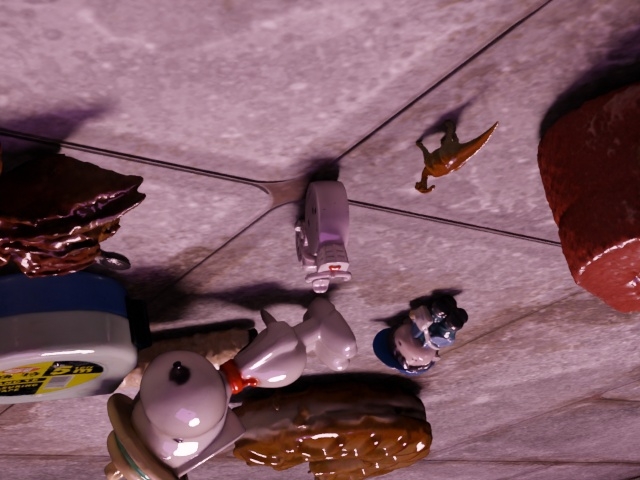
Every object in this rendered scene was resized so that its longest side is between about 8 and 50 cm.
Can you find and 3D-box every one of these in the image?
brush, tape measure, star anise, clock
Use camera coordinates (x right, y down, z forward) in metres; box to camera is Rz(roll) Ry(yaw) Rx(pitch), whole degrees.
[{"bbox_3d":[-0.207,0.016,0.947,0.024,0.008,0.083,-12,157,18],"label":"brush"},{"bbox_3d":[-0.350,0.106,0.979,0.351,0.098,0.215,-4,159,-29],"label":"tape measure"},{"bbox_3d":[-0.265,-0.015,0.762,0.288,0.088,0.288,-9,158,-3],"label":"star anise"},{"bbox_3d":[0.000,0.000,0.888,0.041,0.087,0.129,-2,164,-12],"label":"clock"}]

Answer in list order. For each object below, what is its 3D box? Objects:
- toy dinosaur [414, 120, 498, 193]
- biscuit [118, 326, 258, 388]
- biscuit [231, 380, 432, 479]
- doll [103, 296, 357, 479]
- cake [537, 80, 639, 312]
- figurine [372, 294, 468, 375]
[{"bbox_3d":[0.107,-0.076,0.798,0.026,0.041,0.113,11,146,-30],"label":"toy dinosaur"},{"bbox_3d":[-0.179,0.144,1.196,0.219,0.055,0.061,-8,167,1],"label":"biscuit"},{"bbox_3d":[0.035,0.300,1.557,0.268,0.115,0.366,-17,157,21],"label":"biscuit"},{"bbox_3d":[-0.098,0.175,1.102,0.271,0.144,0.208,-17,153,-39],"label":"doll"},{"bbox_3d":[0.294,-0.024,0.836,0.176,0.151,0.283,-26,156,29],"label":"cake"},{"bbox_3d":[0.128,0.113,1.225,0.136,0.077,0.079,-48,172,35],"label":"figurine"}]
